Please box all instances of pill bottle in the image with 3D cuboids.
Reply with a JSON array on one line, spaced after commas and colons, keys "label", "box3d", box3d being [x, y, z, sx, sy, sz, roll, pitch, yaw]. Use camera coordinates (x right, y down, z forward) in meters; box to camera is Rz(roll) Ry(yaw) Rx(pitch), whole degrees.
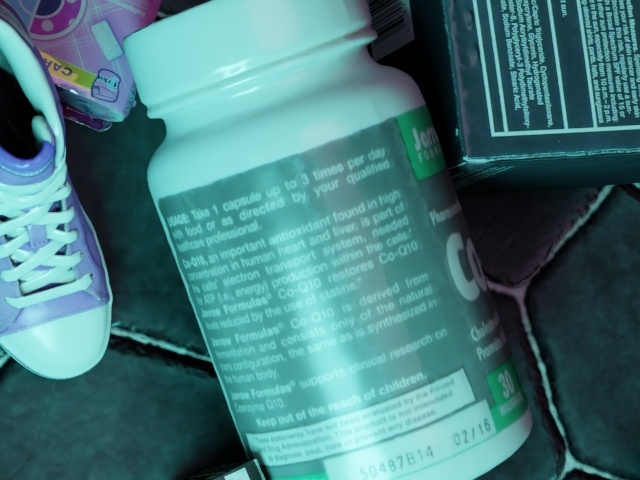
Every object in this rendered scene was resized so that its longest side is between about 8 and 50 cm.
[{"label": "pill bottle", "box3d": [0.000, 0.000, 1.282, 0.204, 0.204, 0.361, -22, 96, -26]}]

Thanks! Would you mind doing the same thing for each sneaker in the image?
[{"label": "sneaker", "box3d": [-0.202, -0.022, 1.213, 0.102, 0.161, 0.282, -21, 107, -12]}]

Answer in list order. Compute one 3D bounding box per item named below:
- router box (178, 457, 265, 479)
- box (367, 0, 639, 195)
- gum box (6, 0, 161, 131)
[{"label": "router box", "box3d": [-0.060, 0.204, 1.277, 0.038, 0.122, 0.092, -24, 89, -22]}, {"label": "box", "box3d": [0.181, -0.192, 1.431, 0.294, 0.183, 0.296, -4, 83, -24]}, {"label": "gum box", "box3d": [-0.210, -0.164, 1.317, 0.188, 0.062, 0.107, 22, 72, -19]}]
